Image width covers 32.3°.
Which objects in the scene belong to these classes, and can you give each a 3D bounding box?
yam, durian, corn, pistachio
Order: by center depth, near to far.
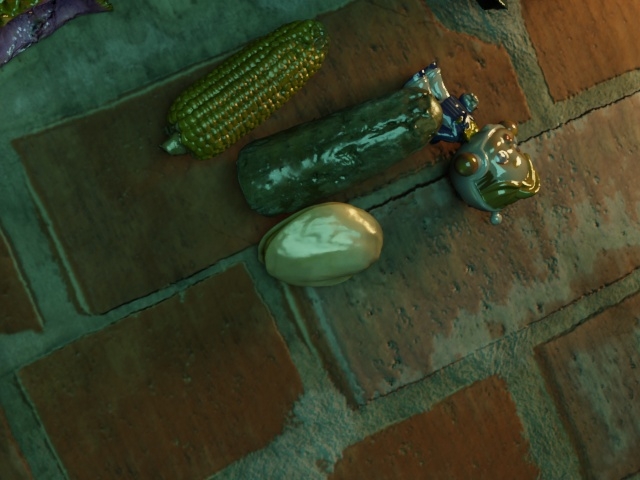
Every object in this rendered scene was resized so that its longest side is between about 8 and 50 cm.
[{"bbox_3d":[-0.474,-0.357,1.640,0.186,0.153,0.260,41,74,12],"label":"durian"},{"bbox_3d":[-0.118,-0.235,1.730,0.322,0.119,0.119,-40,101,-14],"label":"corn"},{"bbox_3d":[0.034,-0.147,1.731,0.330,0.133,0.133,-23,98,5],"label":"yam"},{"bbox_3d":[0.000,0.000,1.763,0.201,0.117,0.145,-4,119,-9],"label":"pistachio"}]

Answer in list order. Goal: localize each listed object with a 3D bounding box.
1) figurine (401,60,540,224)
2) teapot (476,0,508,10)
[{"bbox_3d":[0.235,-0.159,1.813,0.274,0.133,0.193,37,41,-16],"label":"figurine"},{"bbox_3d":[0.348,-0.567,1.755,0.362,0.305,0.376,-24,78,-5],"label":"teapot"}]
